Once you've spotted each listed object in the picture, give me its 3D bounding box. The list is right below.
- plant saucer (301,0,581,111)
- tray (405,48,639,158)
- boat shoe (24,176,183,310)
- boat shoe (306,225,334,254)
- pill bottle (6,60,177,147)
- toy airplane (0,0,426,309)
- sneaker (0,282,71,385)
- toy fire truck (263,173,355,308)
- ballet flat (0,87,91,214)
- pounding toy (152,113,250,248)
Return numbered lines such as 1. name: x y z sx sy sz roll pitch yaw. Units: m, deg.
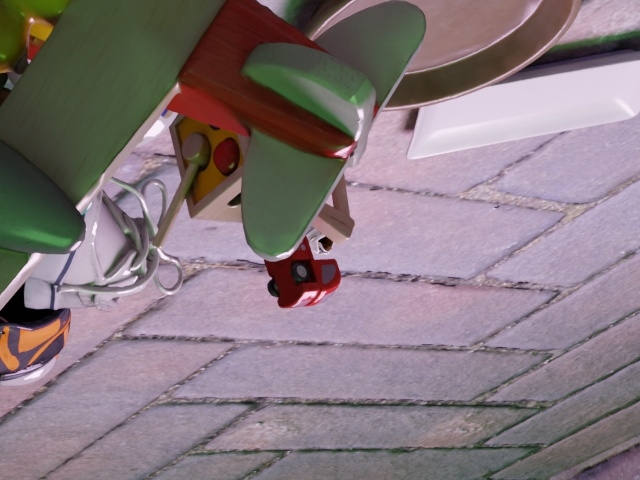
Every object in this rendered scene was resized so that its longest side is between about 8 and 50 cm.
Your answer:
1. plant saucer: 0.106 -0.203 1.578 0.278 0.041 0.278 -13 158 -5
2. tray: 0.225 -0.151 1.796 0.270 0.030 0.145 -11 157 -10
3. boat shoe: -0.211 0.008 1.679 0.156 0.136 0.367 8 162 -8
4. boat shoe: 0.000 0.000 2.009 0.035 0.035 0.100 2 152 -37
5. pill bottle: -0.198 -0.154 1.400 0.112 0.112 0.186 -21 157 14
6. toy airplane: -0.128 -0.159 1.067 0.384 0.386 0.272 -18 152 9
7. sneaker: -0.432 0.104 1.898 0.321 0.124 0.180 -16 157 -28
8. toy fire truck: -0.010 -0.026 1.711 0.135 0.192 0.047 -4 158 -42
9. ballet flat: -0.280 -0.066 1.341 0.124 0.116 0.342 6 -175 -24
10. pounding toy: -0.097 -0.076 1.631 0.100 0.130 0.141 4 152 -39
